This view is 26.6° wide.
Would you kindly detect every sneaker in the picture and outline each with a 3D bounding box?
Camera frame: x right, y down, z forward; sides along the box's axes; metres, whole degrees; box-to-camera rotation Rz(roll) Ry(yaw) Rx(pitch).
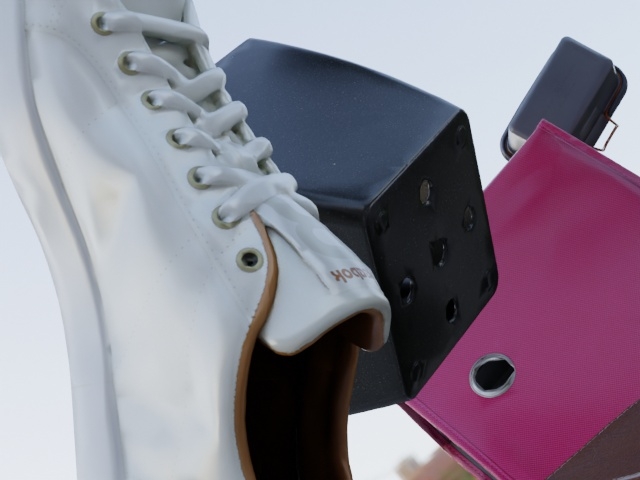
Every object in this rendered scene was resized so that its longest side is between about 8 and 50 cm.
[{"bbox_3d":[-0.035,-0.010,0.487,0.123,0.290,0.106,-16,-5,31],"label":"sneaker"}]

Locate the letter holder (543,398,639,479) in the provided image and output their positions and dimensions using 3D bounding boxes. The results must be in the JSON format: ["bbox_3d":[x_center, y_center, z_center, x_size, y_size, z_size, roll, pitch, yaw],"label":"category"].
[{"bbox_3d":[0.286,0.124,0.711,0.214,0.152,0.302,-34,-1,-33],"label":"letter holder"}]

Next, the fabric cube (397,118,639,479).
[{"bbox_3d":[0.227,0.107,1.125,0.258,0.254,0.259,-49,-37,-5],"label":"fabric cube"}]

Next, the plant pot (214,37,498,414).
[{"bbox_3d":[0.000,0.000,0.806,0.188,0.167,0.187,-46,-48,-45],"label":"plant pot"}]

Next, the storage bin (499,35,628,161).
[{"bbox_3d":[0.238,-0.126,1.301,0.135,0.098,0.091,-59,-14,1],"label":"storage bin"}]
